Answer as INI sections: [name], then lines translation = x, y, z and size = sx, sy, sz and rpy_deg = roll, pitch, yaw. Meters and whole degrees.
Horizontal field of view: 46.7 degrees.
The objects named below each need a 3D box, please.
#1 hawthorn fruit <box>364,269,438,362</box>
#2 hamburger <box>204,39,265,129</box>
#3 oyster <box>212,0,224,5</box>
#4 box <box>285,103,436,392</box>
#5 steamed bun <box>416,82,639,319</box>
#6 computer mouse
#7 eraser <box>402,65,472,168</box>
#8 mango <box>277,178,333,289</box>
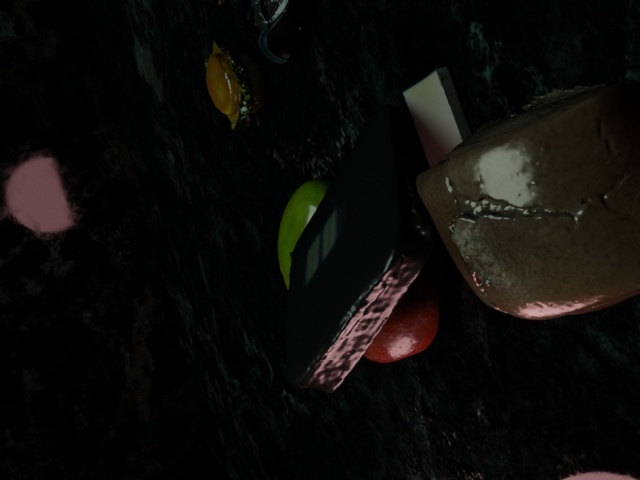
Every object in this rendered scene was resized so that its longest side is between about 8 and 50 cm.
[hawthorn fruit]
translation = 0.116, 0.121, 1.234
size = 0.173, 0.172, 0.173
rpy_deg = 46, 146, 43
[hamburger]
translation = -0.183, -0.345, 1.607
size = 0.190, 0.093, 0.164
rpy_deg = 60, 152, 17
[oyster]
translation = -0.167, -0.600, 1.336
size = 0.337, 0.133, 0.198
rpy_deg = 105, 146, -46
[box]
translation = 0.050, 0.009, 1.109
size = 0.359, 0.091, 0.350
rpy_deg = -92, 27, -49
[steamed bun]
translation = 0.236, -0.031, 0.830
size = 0.301, 0.199, 0.252
rpy_deg = -20, 90, 66
[computer mouse]
translation = -0.087, -0.421, 1.342
size = 0.137, 0.096, 0.233
rpy_deg = 60, 155, 22
[eraser]
translation = 0.175, -0.164, 1.073
size = 0.104, 0.023, 0.150
rpy_deg = -20, 90, 66
[mango]
translation = -0.003, -0.001, 1.426
size = 0.185, 0.149, 0.273
rpy_deg = -131, 36, -53
